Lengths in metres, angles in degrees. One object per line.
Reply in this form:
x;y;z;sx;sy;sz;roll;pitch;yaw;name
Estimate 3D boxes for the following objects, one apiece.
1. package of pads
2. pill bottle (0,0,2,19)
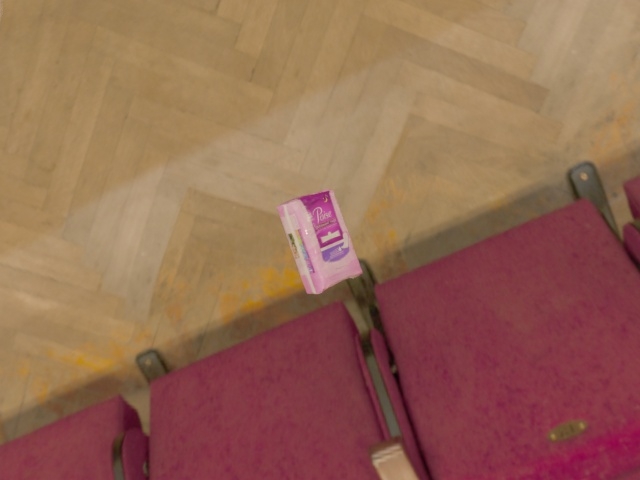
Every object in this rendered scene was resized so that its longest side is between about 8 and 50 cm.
0.000;0.000;0.669;0.032;0.050;0.083;-14;96;50;package of pads
-0.436;-0.311;0.728;0.176;0.176;0.318;0;157;-2;pill bottle
